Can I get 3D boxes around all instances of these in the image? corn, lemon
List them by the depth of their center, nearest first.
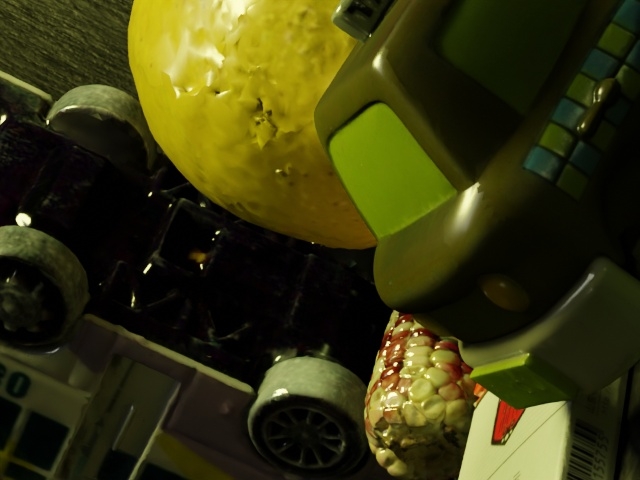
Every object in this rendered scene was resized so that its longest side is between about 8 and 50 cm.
[{"bbox_3d":[0.008,-0.124,1.028,0.258,0.258,0.310,-61,25,19],"label":"lemon"},{"bbox_3d":[0.088,0.045,1.047,0.086,0.086,0.253,-57,10,44],"label":"corn"}]

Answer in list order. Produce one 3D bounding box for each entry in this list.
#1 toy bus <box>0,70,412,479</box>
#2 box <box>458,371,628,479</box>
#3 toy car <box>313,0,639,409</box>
[{"bbox_3d":[-0.134,0.068,1.147,0.209,0.439,0.249,-73,10,-50],"label":"toy bus"},{"bbox_3d":[0.116,0.100,0.860,0.139,0.035,0.245,-56,11,45],"label":"box"},{"bbox_3d":[0.101,-0.070,0.749,0.248,0.198,0.204,-57,9,-18],"label":"toy car"}]
